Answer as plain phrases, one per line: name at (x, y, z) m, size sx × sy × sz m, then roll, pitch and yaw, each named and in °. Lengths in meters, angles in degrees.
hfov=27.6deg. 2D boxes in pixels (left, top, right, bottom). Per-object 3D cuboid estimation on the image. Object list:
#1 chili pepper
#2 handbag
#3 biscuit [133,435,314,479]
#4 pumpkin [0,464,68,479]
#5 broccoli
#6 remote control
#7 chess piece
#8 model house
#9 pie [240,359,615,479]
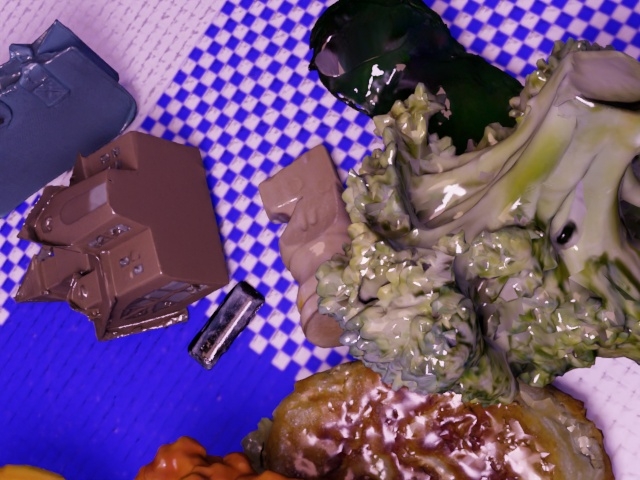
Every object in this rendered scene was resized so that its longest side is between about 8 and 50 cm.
chili pepper at (0.088, -0.163, 1.274) m, size 0.148 × 0.116 × 0.264 m, roll -40°, pitch 64°, yaw 2°
handbag at (-0.324, -0.124, 1.392) m, size 0.229 × 0.179 × 0.062 m, roll -35°, pitch 64°, yaw 6°
biscuit at (-0.050, 0.332, 1.090) m, size 0.318 × 0.110 × 0.312 m, roll 20°, pitch 118°, yaw 42°
pumpkin at (-0.296, 0.393, 1.171) m, size 0.242 × 0.232 × 0.325 m, roll 3°, pitch 54°, yaw -17°
broccoli at (0.179, -0.021, 1.091) m, size 0.317 × 0.338 × 0.277 m, roll -46°, pitch 46°, yaw 24°
remote control at (-0.098, 0.086, 1.326) m, size 0.039 × 0.014 × 0.096 m, roll 38°, pitch 91°, yaw 27°
chess piece at (0.000, 0.000, 1.286) m, size 0.090 × 0.090 × 0.200 m, roll -27°, pitch 55°, yaw 12°
model house at (-0.248, 0.013, 1.344) m, size 0.248 × 0.176 × 0.181 m, roll -29°, pitch 65°, yaw 29°
pie at (0.082, 0.237, 1.158) m, size 0.354 × 0.103 × 0.288 m, roll -16°, pitch 74°, yaw 15°
